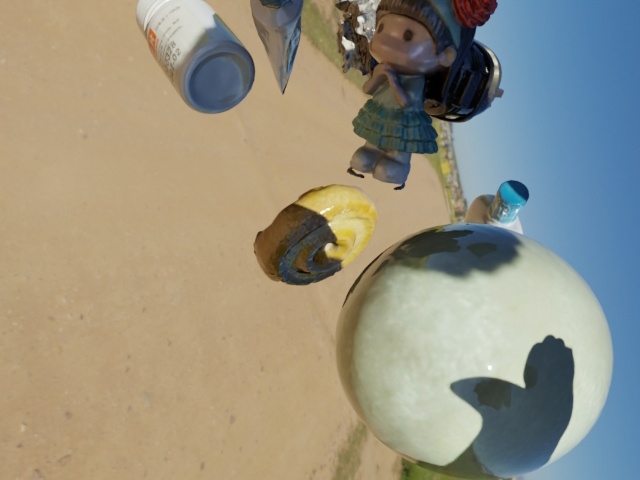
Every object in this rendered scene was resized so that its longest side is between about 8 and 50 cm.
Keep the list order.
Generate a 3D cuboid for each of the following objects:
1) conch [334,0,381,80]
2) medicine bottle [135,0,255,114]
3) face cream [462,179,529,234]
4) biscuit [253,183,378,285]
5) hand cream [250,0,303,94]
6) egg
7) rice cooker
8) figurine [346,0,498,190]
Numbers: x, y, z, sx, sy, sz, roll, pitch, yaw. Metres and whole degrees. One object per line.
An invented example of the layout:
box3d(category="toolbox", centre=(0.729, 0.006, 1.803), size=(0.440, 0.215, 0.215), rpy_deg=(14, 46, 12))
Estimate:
box3d(category="conch", centre=(0.120, -0.540, 1.472), size=(0.313, 0.186, 0.240), rpy_deg=(56, -40, 27))
box3d(category="medicine bottle", centre=(-0.228, -0.348, 0.971), size=(0.252, 0.144, 0.144), rpy_deg=(56, 3, 31))
box3d(category="face cream", centre=(0.389, -0.020, 1.233), size=(0.336, 0.080, 0.163), rpy_deg=(87, -22, -62))
box3d(category="biscuit", centre=(0.000, 0.000, 1.216), size=(0.102, 0.296, 0.296), rpy_deg=(58, 5, 27))
box3d(category="hand cream", centre=(-0.061, -0.341, 0.901), size=(0.336, 0.076, 0.121), rpy_deg=(-17, 125, -89))
box3d(category="egg", centre=(0.165, 0.113, 0.579), size=(0.352, 0.258, 0.258), rpy_deg=(7, 71, -50))
box3d(category="rice cooker", centre=(0.167, -0.227, 0.742), size=(0.106, 0.165, 0.112), rpy_deg=(-11, 131, -44))
box3d(category="figurine", centre=(0.110, -0.183, 0.642), size=(0.110, 0.138, 0.245), rpy_deg=(-17, 128, -51))
